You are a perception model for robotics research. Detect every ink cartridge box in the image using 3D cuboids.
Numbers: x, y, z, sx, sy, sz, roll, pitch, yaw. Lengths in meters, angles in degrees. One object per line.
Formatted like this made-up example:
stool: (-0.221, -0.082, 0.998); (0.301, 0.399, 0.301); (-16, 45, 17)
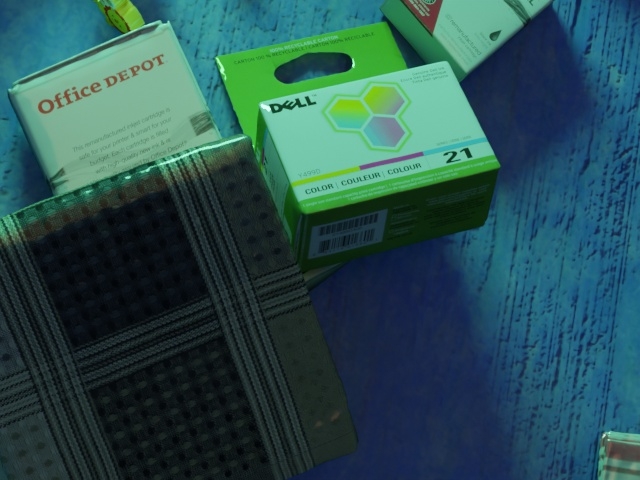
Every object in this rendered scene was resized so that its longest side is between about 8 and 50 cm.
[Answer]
ink cartridge box: (0.152, -0.239, 1.780); (0.150, 0.063, 0.109); (-41, 90, -17)
ink cartridge box: (-0.166, -0.066, 1.639); (0.158, 0.092, 0.218); (-24, 90, -8)
ink cartridge box: (0.026, -0.117, 1.663); (0.188, 0.097, 0.255); (-14, 59, -15)

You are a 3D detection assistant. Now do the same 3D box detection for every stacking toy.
stacking toy: (-0.181, -0.324, 1.682); (0.167, 0.052, 0.221); (-44, 119, -18)

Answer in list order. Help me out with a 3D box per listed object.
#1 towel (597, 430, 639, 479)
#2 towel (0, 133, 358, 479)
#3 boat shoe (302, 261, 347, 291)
towel: (0.324, 0.288, 1.734); (0.144, 0.029, 0.197); (10, 79, -11)
towel: (-0.154, 0.100, 1.583); (0.312, 0.056, 0.324); (-21, 107, -9)
boat shoe: (0.000, 0.000, 1.690); (0.227, 0.081, 0.069); (-31, 84, -24)
